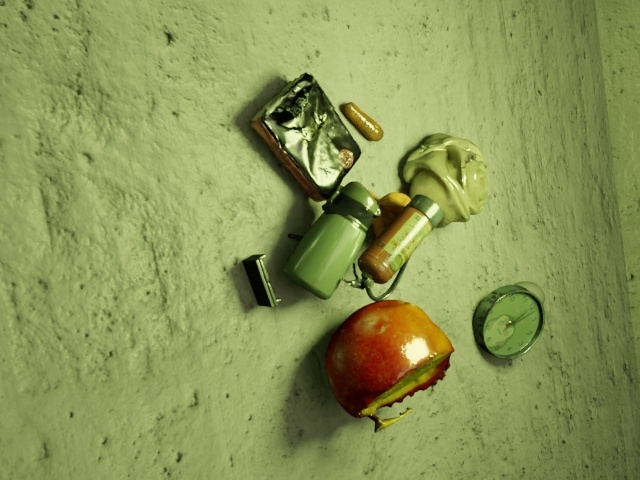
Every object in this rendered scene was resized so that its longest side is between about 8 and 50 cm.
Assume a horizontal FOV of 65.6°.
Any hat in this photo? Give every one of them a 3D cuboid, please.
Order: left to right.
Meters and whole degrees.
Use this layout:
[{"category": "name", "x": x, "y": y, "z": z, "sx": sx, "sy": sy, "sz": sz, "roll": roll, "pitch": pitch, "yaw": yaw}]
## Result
[{"category": "hat", "x": 0.230, "y": -0.081, "z": 1.692, "sx": 0.233, "sy": 0.244, "sz": 0.233, "roll": 45, "pitch": 22, "yaw": -9}]

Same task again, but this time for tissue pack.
[{"category": "tissue pack", "x": -0.032, "y": -0.306, "z": 1.501, "sx": 0.332, "sy": 0.123, "sz": 0.245, "roll": 51, "pitch": 57, "yaw": -25}]

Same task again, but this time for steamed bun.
[{"category": "steamed bun", "x": 0.487, "y": -0.217, "z": 1.833, "sx": 0.368, "sy": 0.255, "sz": 0.342, "roll": -40, "pitch": 114, "yaw": -32}]

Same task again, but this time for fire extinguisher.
[{"category": "fire extinguisher", "x": 0.233, "y": 0.047, "z": 1.507, "sx": 0.376, "sy": 0.113, "sz": 0.200, "roll": -45, "pitch": 111, "yaw": -17}]

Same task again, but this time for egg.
[{"category": "egg", "x": 0.908, "y": 0.255, "z": 2.211, "sx": 0.199, "sy": 0.146, "sz": 0.146, "roll": 3, "pitch": 86, "yaw": -30}]

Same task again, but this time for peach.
[{"category": "peach", "x": 0.195, "y": 0.353, "z": 1.528, "sx": 0.406, "sy": 0.310, "sz": 0.335, "roll": -24, "pitch": 142, "yaw": -26}]

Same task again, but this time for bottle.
[{"category": "bottle", "x": 0.043, "y": -0.008, "z": 1.458, "sx": 0.168, "sy": 0.168, "sz": 0.347, "roll": 35, "pitch": 86, "yaw": -32}]

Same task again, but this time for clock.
[{"category": "clock", "x": 0.797, "y": 0.345, "z": 2.086, "sx": 0.319, "sy": 0.066, "sz": 0.318, "roll": -4, "pitch": 103, "yaw": -17}]

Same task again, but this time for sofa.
[{"category": "sofa", "x": -0.155, "y": 0.111, "z": 1.401, "sx": 0.060, "sy": 0.085, "sz": 0.147, "roll": -25, "pitch": 103, "yaw": -34}]

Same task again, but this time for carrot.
[{"category": "carrot", "x": 0.145, "y": -0.403, "z": 1.692, "sx": 0.186, "sy": 0.060, "sz": 0.060, "roll": 35, "pitch": 67, "yaw": -30}]

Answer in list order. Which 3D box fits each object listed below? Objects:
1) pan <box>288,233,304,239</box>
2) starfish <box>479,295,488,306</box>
[{"category": "pan", "x": 0.003, "y": 0.016, "z": 1.557, "sx": 0.202, "sy": 0.048, "sz": 0.128, "roll": -18, "pitch": 100, "yaw": -38}, {"category": "starfish", "x": 0.709, "y": 0.273, "z": 2.126, "sx": 0.091, "sy": 0.028, "sz": 0.078, "roll": 18, "pitch": 82, "yaw": -40}]
